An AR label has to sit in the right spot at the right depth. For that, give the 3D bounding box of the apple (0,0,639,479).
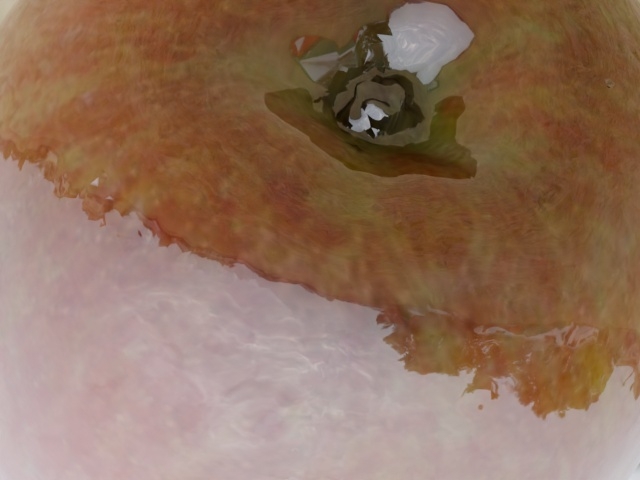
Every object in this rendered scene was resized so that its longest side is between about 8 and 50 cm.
[{"bbox_3d":[0.000,0.000,0.457,0.188,0.188,0.174,19,154,-3],"label":"apple"}]
